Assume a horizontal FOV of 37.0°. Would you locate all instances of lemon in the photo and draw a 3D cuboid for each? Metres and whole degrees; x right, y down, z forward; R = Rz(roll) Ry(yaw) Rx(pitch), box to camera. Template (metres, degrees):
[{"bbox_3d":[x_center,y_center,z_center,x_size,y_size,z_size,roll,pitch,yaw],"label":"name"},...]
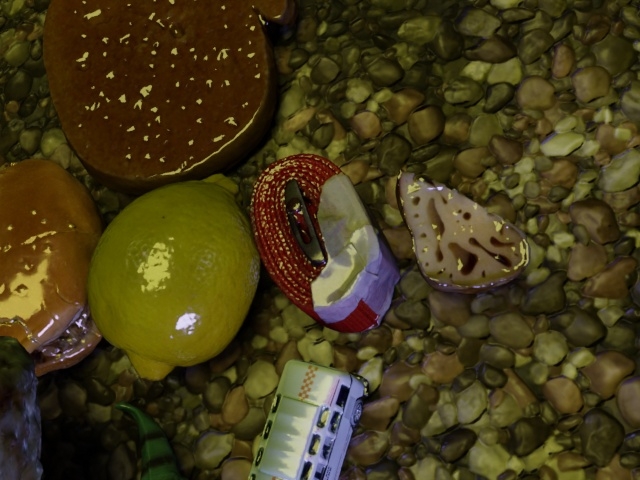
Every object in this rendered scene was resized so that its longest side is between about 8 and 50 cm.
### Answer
[{"bbox_3d":[-0.159,0.032,1.060,0.184,0.184,0.249,14,75,23],"label":"lemon"}]

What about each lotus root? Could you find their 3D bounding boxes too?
[{"bbox_3d":[0.135,0.007,1.001,0.159,0.135,0.095,31,82,13],"label":"lotus root"}]

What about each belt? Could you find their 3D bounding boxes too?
[{"bbox_3d":[0.000,0.000,1.051,0.128,0.124,0.201,-29,62,7],"label":"belt"}]

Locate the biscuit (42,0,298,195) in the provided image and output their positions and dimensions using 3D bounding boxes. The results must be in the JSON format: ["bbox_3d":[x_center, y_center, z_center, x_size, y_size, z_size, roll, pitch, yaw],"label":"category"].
[{"bbox_3d":[-0.193,-0.245,1.247,0.350,0.070,0.394,-18,65,8],"label":"biscuit"}]

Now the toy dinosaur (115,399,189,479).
[{"bbox_3d":[-0.148,0.288,1.015,0.079,0.120,0.292,-37,38,13],"label":"toy dinosaur"}]

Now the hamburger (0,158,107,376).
[{"bbox_3d":[-0.325,0.017,1.142,0.156,0.144,0.283,-17,62,11],"label":"hamburger"}]

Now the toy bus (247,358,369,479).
[{"bbox_3d":[-0.021,0.218,0.988,0.087,0.089,0.194,12,74,23],"label":"toy bus"}]

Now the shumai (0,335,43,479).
[{"bbox_3d":[-0.384,0.295,0.894,0.395,0.395,0.348,-26,100,7],"label":"shumai"}]
